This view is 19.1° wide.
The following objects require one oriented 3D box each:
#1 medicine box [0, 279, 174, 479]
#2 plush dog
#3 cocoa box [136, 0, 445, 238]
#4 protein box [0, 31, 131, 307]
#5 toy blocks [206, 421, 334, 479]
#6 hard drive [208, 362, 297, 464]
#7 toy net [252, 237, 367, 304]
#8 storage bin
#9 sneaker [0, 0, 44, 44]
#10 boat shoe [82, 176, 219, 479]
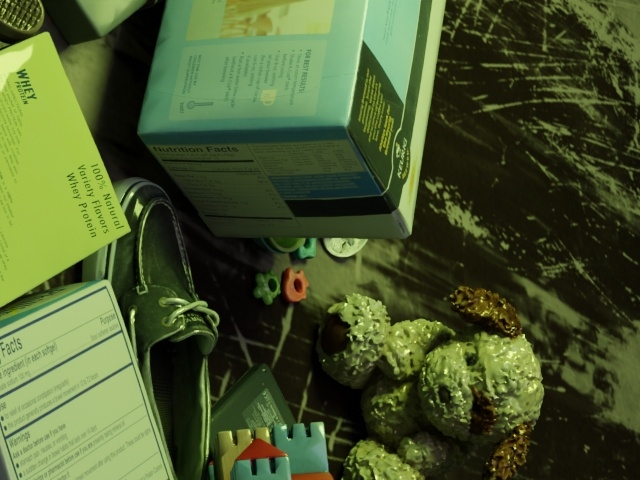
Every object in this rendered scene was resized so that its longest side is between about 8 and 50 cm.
[{"bbox_3d":[-0.251,0.206,1.606,0.263,0.149,0.289,-30,103,-69],"label":"medicine box"},{"bbox_3d":[0.147,0.173,2.112,0.210,0.225,0.262,-3,82,-52],"label":"plush dog"},{"bbox_3d":[-0.018,-0.203,1.963,0.228,0.231,0.347,56,39,-56],"label":"cocoa box"},{"bbox_3d":[-0.309,-0.050,1.668,0.201,0.136,0.200,-34,106,-50],"label":"protein box"},{"bbox_3d":[-0.041,0.290,1.765,0.191,0.381,0.261,-4,72,-9],"label":"toy blocks"},{"bbox_3d":[-0.078,0.202,1.983,0.135,0.022,0.094,-44,114,-49],"label":"hard drive"},{"bbox_3d":[0.000,0.000,2.125,0.232,0.045,0.122,-12,89,-53],"label":"toy net"},{"bbox_3d":[-0.229,-0.263,1.877,0.091,0.098,0.135,-51,120,-34],"label":"storage bin"},{"bbox_3d":[-0.339,-0.237,1.709,0.188,0.071,0.066,40,62,-16],"label":"sneaker"},{"bbox_3d":[-0.149,0.098,1.843,0.121,0.119,0.335,10,72,-51],"label":"boat shoe"}]
